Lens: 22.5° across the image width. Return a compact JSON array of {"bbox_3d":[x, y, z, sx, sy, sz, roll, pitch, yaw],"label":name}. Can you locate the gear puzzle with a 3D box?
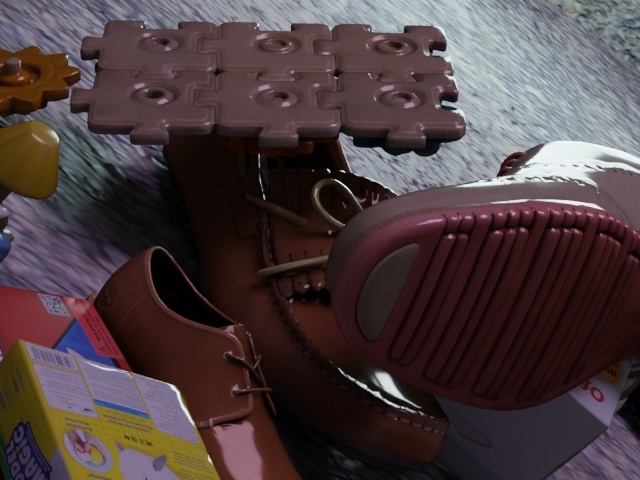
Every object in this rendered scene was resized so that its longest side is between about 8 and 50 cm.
[{"bbox_3d":[-0.077,-0.092,1.061,0.338,0.044,0.175,1,32,-3],"label":"gear puzzle"}]

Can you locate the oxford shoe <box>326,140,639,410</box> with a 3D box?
[{"bbox_3d":[0.137,0.009,1.019,0.397,0.140,0.146,4,32,-44],"label":"oxford shoe"}]

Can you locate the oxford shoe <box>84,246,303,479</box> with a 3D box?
[{"bbox_3d":[-0.055,0.091,0.897,0.212,0.076,0.076,50,20,18],"label":"oxford shoe"}]

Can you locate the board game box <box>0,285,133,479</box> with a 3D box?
[{"bbox_3d":[-0.112,0.127,0.788,0.145,0.027,0.281,13,34,-51],"label":"board game box"}]

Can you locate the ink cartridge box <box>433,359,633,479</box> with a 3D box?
[{"bbox_3d":[0.141,0.073,1.145,0.128,0.127,0.176,39,41,-5],"label":"ink cartridge box"}]

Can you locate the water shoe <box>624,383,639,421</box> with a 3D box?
[{"bbox_3d":[0.278,0.122,1.476,0.080,0.073,0.203,2,34,-28],"label":"water shoe"}]

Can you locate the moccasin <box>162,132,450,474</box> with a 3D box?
[{"bbox_3d":[0.002,0.001,1.080,0.139,0.147,0.380,30,23,-30],"label":"moccasin"}]

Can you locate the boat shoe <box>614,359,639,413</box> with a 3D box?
[{"bbox_3d":[0.174,0.069,1.330,0.285,0.092,0.103,25,27,-37],"label":"boat shoe"}]

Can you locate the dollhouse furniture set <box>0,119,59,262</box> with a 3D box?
[{"bbox_3d":[-0.265,-0.120,0.694,0.286,0.198,0.303,52,29,15],"label":"dollhouse furniture set"}]

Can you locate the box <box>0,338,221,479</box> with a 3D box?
[{"bbox_3d":[-0.084,0.130,0.731,0.105,0.043,0.179,22,25,-41],"label":"box"}]
